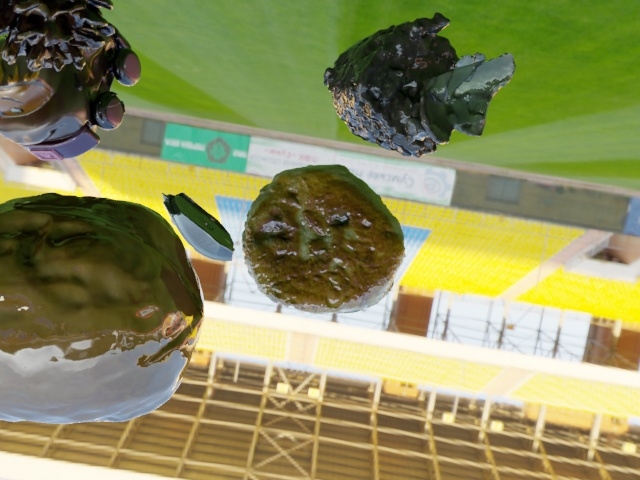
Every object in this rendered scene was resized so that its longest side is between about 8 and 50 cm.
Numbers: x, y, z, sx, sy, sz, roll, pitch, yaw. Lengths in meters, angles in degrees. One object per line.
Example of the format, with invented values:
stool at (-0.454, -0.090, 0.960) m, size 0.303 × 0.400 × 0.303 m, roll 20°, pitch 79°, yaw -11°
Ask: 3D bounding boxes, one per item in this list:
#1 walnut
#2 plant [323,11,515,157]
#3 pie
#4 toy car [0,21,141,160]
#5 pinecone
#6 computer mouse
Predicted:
walnut at (-0.365, 0.095, 0.946) m, size 0.398 × 0.307 × 0.354 m, roll 7°, pitch -163°, yaw 3°
plant at (0.100, -0.161, 0.715) m, size 0.203 × 0.142 × 0.131 m, roll 16°, pitch 151°, yaw 50°
pie at (0.000, 0.000, 1.246) m, size 0.316 × 0.314 × 0.092 m, roll 9°, pitch 169°, yaw 1°
toy car at (-0.548, -0.344, 1.336) m, size 0.272 × 0.340 × 0.240 m, roll 2°, pitch 157°, yaw 21°
pinecone at (-0.425, -0.381, 0.970) m, size 0.224 × 0.272 × 0.224 m, roll -18°, pitch 177°, yaw -1°
computer mouse at (-0.289, -0.023, 1.536) m, size 0.231 × 0.071 × 0.126 m, roll 41°, pitch -166°, yaw -30°
